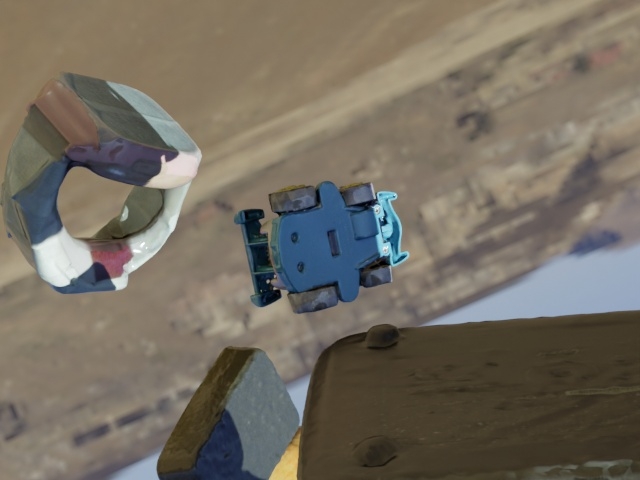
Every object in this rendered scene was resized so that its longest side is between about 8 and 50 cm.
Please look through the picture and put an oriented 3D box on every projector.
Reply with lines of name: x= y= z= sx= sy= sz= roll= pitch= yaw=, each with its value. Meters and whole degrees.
projector: x=0.185 y=0.203 z=1.344 sx=0.395 sy=0.242 sz=0.405 roll=-3 pitch=-168 yaw=4

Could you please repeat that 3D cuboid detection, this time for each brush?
brush: x=-0.095 y=0.219 z=1.956 sx=0.059 sy=0.123 sz=0.197 roll=-6 pitch=-142 yaw=33

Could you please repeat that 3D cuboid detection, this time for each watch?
watch: x=-0.273 y=-0.055 z=2.132 sx=0.253 sy=0.162 sz=0.241 roll=10 pitch=122 yaw=-51

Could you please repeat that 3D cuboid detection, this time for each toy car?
toy car: x=0.000 y=0.000 z=1.808 sx=0.161 sy=0.126 sz=0.098 roll=-17 pitch=-173 yaw=-40

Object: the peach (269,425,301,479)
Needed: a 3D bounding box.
peach: x=-0.046 y=0.328 z=2.364 sx=0.232 sy=0.232 sz=0.232 roll=-24 pitch=179 yaw=-1
